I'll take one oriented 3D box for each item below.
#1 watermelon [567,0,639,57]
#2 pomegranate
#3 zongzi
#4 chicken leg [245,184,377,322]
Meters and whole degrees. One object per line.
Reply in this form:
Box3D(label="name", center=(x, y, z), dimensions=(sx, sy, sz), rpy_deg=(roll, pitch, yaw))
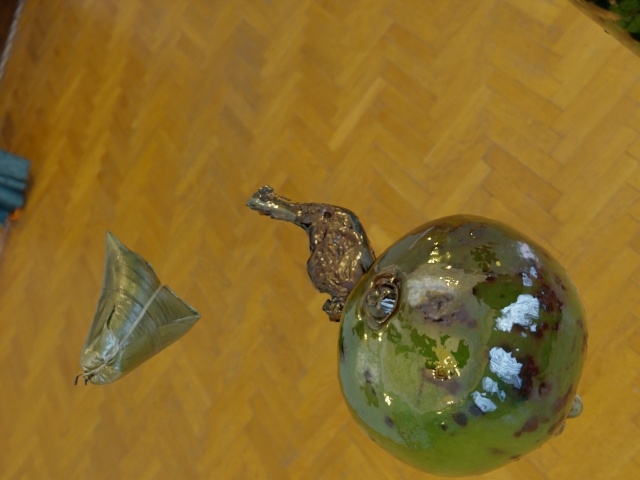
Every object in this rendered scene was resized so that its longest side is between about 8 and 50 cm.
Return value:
Box3D(label="watermelon", center=(0.208, -0.212, 0.368), dimensions=(0.285, 0.285, 0.285), rpy_deg=(-21, 56, 35))
Box3D(label="pomegranate", center=(0.124, 0.094, 0.644), dimensions=(0.202, 0.248, 0.202), rpy_deg=(-28, 45, 33))
Box3D(label="zongzi", center=(-0.309, 0.092, 1.180), dimensions=(0.094, 0.205, 0.204), rpy_deg=(-39, 88, 37))
Box3D(label="chicken leg", center=(0.000, 0.000, 0.991), dimensions=(0.106, 0.051, 0.253), rpy_deg=(-32, 48, -11))
